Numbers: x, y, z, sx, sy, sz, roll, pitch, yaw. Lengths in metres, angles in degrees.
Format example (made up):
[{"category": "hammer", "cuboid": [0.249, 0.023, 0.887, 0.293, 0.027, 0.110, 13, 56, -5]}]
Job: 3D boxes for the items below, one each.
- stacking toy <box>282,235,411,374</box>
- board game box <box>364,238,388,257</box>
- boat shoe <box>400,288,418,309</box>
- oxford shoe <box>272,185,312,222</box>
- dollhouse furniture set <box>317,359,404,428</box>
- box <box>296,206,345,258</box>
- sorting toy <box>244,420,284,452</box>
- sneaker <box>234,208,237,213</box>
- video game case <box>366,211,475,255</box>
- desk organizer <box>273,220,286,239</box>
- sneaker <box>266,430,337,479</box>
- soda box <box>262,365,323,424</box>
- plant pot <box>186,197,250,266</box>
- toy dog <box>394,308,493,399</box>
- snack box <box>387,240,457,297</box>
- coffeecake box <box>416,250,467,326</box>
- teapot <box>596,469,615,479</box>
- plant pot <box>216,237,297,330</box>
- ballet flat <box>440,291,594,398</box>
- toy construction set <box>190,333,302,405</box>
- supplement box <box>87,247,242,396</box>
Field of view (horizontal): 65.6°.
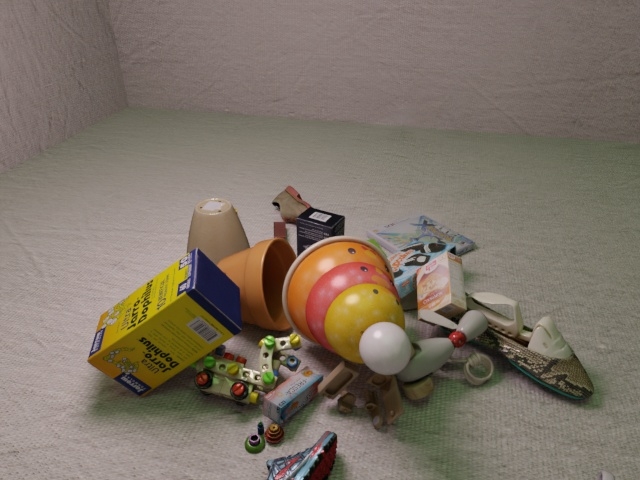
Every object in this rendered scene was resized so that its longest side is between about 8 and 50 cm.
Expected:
[{"category": "stacking toy", "cuboid": [0.113, 0.207, 1.300, 0.351, 0.350, 0.480, -9, 18, -15]}, {"category": "board game box", "cuboid": [0.195, 0.078, 1.900, 0.124, 0.039, 0.259, -9, 30, -14]}, {"category": "boat shoe", "cuboid": [0.341, 0.180, 1.716, 0.233, 0.084, 0.079, -21, -1, -19]}, {"category": "oxford shoe", "cuboid": [-0.097, -0.107, 2.159, 0.130, 0.123, 0.348, -36, 41, -7]}, {"category": "dollhouse furniture set", "cuboid": [0.099, 0.403, 1.263, 0.151, 0.144, 0.123, 30, 24, -22]}, {"category": "box", "cuboid": [0.000, 0.000, 1.860, 0.153, 0.207, 0.108, 17, 35, 24]}, {"category": "sorting toy", "cuboid": [-0.141, 0.479, 1.232, 0.102, 0.042, 0.061, -14, 34, -22]}, {"category": "sneaker", "cuboid": [-0.430, -0.092, 2.143, 0.064, 0.067, 0.175, 22, 39, 28]}, {"category": "video game case", "cuboid": [0.408, -0.006, 2.037, 0.300, 0.036, 0.329, -21, 37, -30]}, {"category": "desk organizer", "cuboid": [-0.169, -0.029, 2.061, 0.050, 0.047, 0.130, -1, 31, -6]}, {"category": "sneaker", "cuboid": [-0.063, 0.513, 1.121, 0.125, 0.104, 0.262, 20, 36, 32]}, {"category": "soda box", "cuboid": [-0.070, 0.404, 1.309, 0.063, 0.058, 0.183, 21, 26, 31]}, {"category": "plant pot", "cuboid": [-0.376, -0.006, 1.804, 0.257, 0.273, 0.256, 0, 31, 0]}, {"category": "toy dog", "cuboid": [0.310, 0.309, 1.409, 0.334, 0.220, 0.161, -6, 0, -23]}, {"category": "snack box", "cuboid": [0.309, 0.093, 1.741, 0.322, 0.060, 0.187, -28, 23, -35]}, {"category": "coffeecake box", "cuboid": [0.370, 0.149, 1.534, 0.068, 0.142, 0.185, 24, 49, -23]}, {"category": "teapot", "cuboid": [0.506, 0.589, 0.920, 0.253, 0.187, 0.256, -7, 31, -13]}, {"category": "plant pot", "cuboid": [-0.207, 0.146, 1.583, 0.204, 0.290, 0.291, -7, 28, 20]}, {"category": "ballet flat", "cuboid": [0.560, 0.267, 1.445, 0.483, 0.181, 0.164, 27, 29, 36]}, {"category": "toy construction set", "cuboid": [-0.224, 0.333, 1.367, 0.328, 0.151, 0.215, 5, 55, 22]}, {"category": "supplement box", "cuboid": [-0.414, 0.223, 1.353, 0.357, 0.195, 0.194, -34, 31, 10]}]
